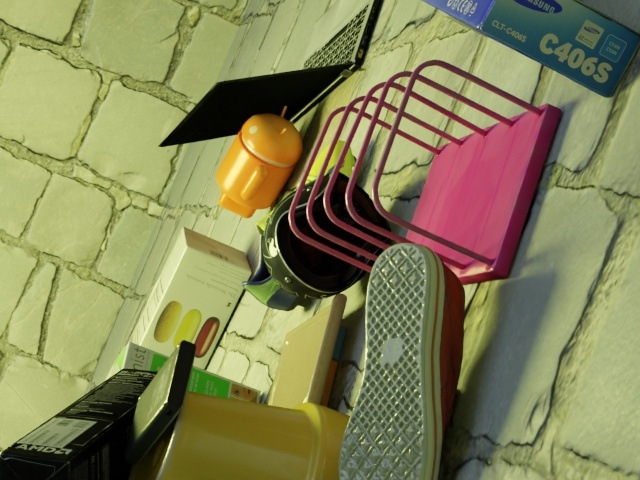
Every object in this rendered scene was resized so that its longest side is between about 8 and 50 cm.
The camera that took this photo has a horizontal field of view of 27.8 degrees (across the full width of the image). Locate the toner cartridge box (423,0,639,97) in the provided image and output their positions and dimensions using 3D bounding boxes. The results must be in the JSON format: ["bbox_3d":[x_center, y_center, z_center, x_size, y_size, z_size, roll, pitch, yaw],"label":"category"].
[{"bbox_3d":[0.214,-0.258,1.456,0.075,0.165,0.348,-63,17,11],"label":"toner cartridge box"}]

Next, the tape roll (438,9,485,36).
[{"bbox_3d":[0.241,-0.382,1.715,0.219,0.072,0.219,-57,18,29],"label":"tape roll"}]

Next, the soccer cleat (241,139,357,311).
[{"bbox_3d":[-0.032,-0.033,2.007,0.289,0.121,0.093,-68,16,-9],"label":"soccer cleat"}]

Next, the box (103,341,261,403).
[{"bbox_3d":[-0.230,0.319,1.950,0.127,0.231,0.262,-54,19,39],"label":"box"}]

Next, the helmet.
[{"bbox_3d":[0.000,0.000,1.784,0.161,0.169,0.169,-42,23,15],"label":"helmet"}]

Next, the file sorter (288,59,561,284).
[{"bbox_3d":[0.106,-0.072,1.507,0.202,0.182,0.290,-70,16,-13],"label":"file sorter"}]

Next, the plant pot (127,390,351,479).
[{"bbox_3d":[-0.092,0.292,1.528,0.254,0.239,0.254,-57,17,29],"label":"plant pot"}]

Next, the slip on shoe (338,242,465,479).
[{"bbox_3d":[0.098,0.171,1.363,0.123,0.101,0.331,-5,72,40],"label":"slip on shoe"}]

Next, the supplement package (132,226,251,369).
[{"bbox_3d":[-0.247,0.122,2.454,0.244,0.139,0.134,-64,15,11],"label":"supplement package"}]

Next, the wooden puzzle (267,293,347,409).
[{"bbox_3d":[-0.025,0.207,1.804,0.239,0.044,0.221,134,155,-61],"label":"wooden puzzle"}]

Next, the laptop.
[{"bbox_3d":[-0.086,-0.357,2.438,0.382,0.236,0.408,-29,40,64],"label":"laptop"}]

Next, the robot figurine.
[{"bbox_3d":[-0.114,-0.148,2.428,0.158,0.128,0.219,-14,-36,-52],"label":"robot figurine"}]

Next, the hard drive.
[{"bbox_3d":[-0.187,0.189,1.501,0.135,0.022,0.094,-51,22,42],"label":"hard drive"}]

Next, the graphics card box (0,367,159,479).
[{"bbox_3d":[-0.273,0.315,1.591,0.371,0.094,0.233,-40,-46,-74],"label":"graphics card box"}]
